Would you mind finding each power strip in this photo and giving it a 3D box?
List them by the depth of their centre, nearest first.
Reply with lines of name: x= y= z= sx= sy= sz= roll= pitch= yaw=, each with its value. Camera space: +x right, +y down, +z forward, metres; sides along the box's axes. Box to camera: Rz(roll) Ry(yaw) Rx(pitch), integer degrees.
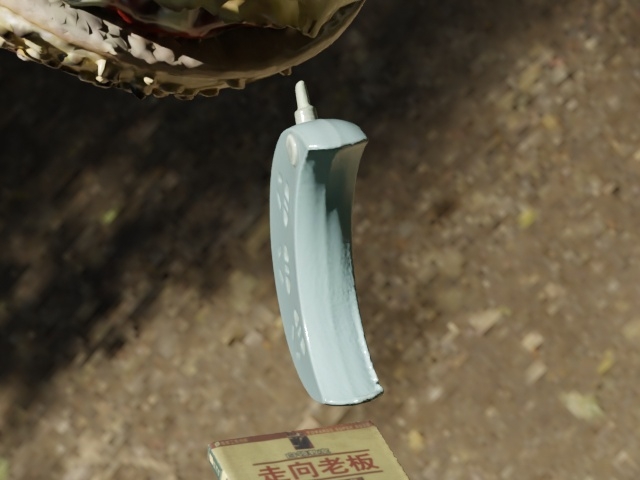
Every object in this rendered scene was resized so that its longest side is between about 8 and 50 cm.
power strip: x=0.000 y=0.000 z=1.506 sx=0.054 sy=0.253 sz=0.167 roll=-8 pitch=9 yaw=-16

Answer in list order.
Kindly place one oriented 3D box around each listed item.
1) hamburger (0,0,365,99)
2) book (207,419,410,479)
hamburger: x=-0.089 y=-0.193 z=0.791 sx=0.176 sy=0.300 sz=0.300 roll=-53 pitch=25 yaw=36
book: x=0.017 y=0.237 z=1.582 sx=0.231 sy=0.161 sz=0.026 roll=-126 pitch=39 yaw=-49
